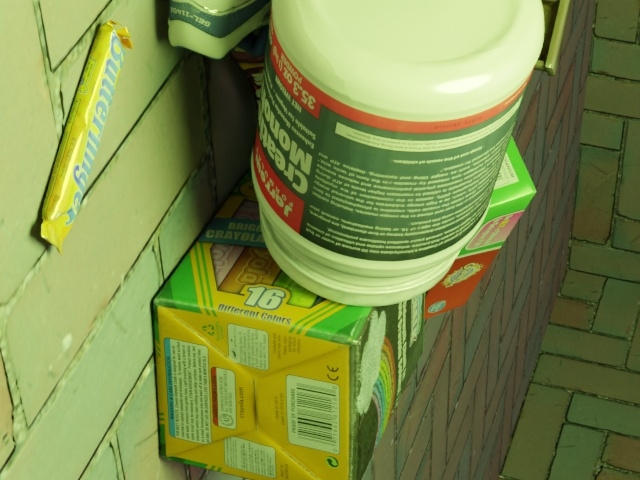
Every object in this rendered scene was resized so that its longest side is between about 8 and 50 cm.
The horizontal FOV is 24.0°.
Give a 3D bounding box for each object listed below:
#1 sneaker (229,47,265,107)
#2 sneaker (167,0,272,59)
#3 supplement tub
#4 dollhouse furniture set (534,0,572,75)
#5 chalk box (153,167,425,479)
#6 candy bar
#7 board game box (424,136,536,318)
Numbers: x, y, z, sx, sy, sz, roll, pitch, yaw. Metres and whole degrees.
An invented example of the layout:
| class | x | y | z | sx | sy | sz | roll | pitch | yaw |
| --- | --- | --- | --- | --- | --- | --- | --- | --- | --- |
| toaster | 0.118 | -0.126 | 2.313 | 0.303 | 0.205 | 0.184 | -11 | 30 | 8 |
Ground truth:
| class | x | y | z | sx | sy | sz | roll | pitch | yaw |
| --- | --- | --- | --- | --- | --- | --- | --- | --- | --- |
| sneaker | -0.033 | -0.146 | 1.299 | 0.185 | 0.069 | 0.084 | -21 | 117 | -71 |
| sneaker | -0.039 | -0.217 | 1.188 | 0.296 | 0.112 | 0.131 | -26 | 134 | -60 |
| supplement tub | 0.048 | -0.093 | 1.126 | 0.272 | 0.191 | 0.191 | 101 | 10 | -53 |
| dollhouse furniture set | 0.224 | -0.307 | 1.933 | 0.242 | 0.161 | 0.212 | 33 | 69 | -74 |
| chalk box | -0.010 | 0.058 | 1.337 | 0.289 | 0.179 | 0.180 | -59 | 155 | -53 |
| candy bar | -0.157 | -0.072 | 1.003 | 0.040 | 0.018 | 0.161 | 53 | 51 | -70 |
| board game box | 0.095 | -0.083 | 1.430 | 0.316 | 0.064 | 0.242 | 107 | -37 | -70 |
